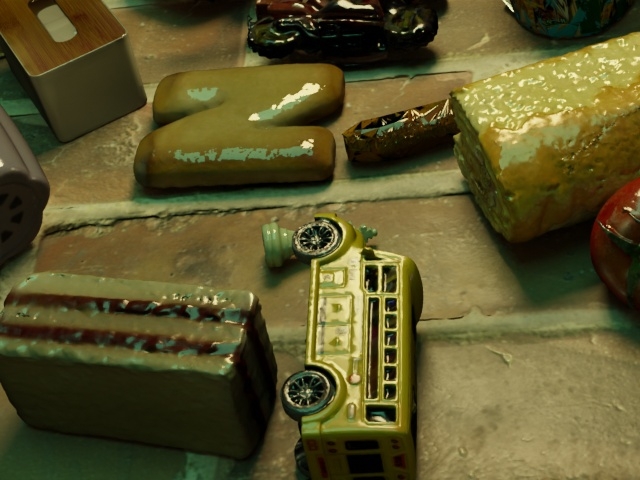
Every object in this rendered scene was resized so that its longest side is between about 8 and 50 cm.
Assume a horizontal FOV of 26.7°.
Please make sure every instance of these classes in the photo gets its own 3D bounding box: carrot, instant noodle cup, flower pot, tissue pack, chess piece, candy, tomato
[{"bbox_3d":[0.145,-0.157,1.857,0.229,0.069,0.069,-15,45,-3],"label":"carrot"},{"bbox_3d":[0.363,-0.418,1.976,0.240,0.178,0.240,-7,45,7],"label":"instant noodle cup"},{"bbox_3d":[-0.509,-0.085,1.837,0.265,0.265,0.243,-38,64,-23],"label":"flower pot"},{"bbox_3d":[-0.391,-0.288,2.063,0.159,0.136,0.246,-28,47,-14],"label":"tissue pack"},{"bbox_3d":[0.000,0.000,1.748,0.149,0.059,0.059,-5,45,0],"label":"chess piece"},{"bbox_3d":[-0.213,0.141,1.570,0.321,0.179,0.135,5,50,19],"label":"candy"},{"bbox_3d":[0.402,-0.002,1.587,0.167,0.167,0.167,-7,45,7],"label":"tomato"}]

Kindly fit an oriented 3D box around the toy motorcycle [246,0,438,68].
[{"bbox_3d":[-0.025,-0.351,2.038,0.401,0.134,0.207,-5,45,7],"label":"toy motorcycle"}]

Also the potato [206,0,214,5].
[{"bbox_3d":[-0.241,-0.487,2.218,0.173,0.140,0.300,-24,50,-27],"label":"potato"}]

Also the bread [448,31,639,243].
[{"bbox_3d":[0.372,-0.140,1.710,0.376,0.165,0.236,-19,43,-7],"label":"bread"}]

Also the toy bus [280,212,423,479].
[{"bbox_3d":[0.042,0.122,1.552,0.151,0.145,0.331,-4,48,9],"label":"toy bus"}]

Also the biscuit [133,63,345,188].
[{"bbox_3d":[-0.114,-0.169,1.931,0.291,0.062,0.236,0,46,11],"label":"biscuit"}]

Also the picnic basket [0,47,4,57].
[{"bbox_3d":[-0.550,-0.355,2.180,0.164,0.115,0.079,-19,47,-4],"label":"picnic basket"}]
